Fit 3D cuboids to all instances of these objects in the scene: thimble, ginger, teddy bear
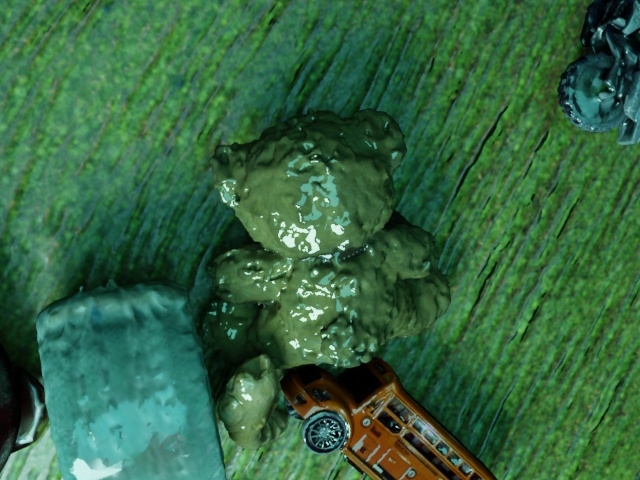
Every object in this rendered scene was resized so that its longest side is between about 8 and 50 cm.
[{"bbox_3d":[-0.174,0.146,0.805,0.143,0.198,0.235,-14,108,-11],"label":"thimble"},{"bbox_3d":[-0.068,0.170,0.859,0.051,0.173,0.069,33,66,15],"label":"ginger"},{"bbox_3d":[0.000,0.000,0.842,0.267,0.156,0.256,-12,100,-8],"label":"teddy bear"}]

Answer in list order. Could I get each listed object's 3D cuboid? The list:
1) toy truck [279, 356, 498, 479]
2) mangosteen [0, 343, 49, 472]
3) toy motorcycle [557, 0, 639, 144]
[{"bbox_3d":[0.073,0.213,0.916,0.114,0.107,0.253,-45,106,-2],"label":"toy truck"},{"bbox_3d":[-0.362,0.150,0.769,0.209,0.210,0.210,-2,100,-12],"label":"mangosteen"},{"bbox_3d":[0.363,-0.224,0.907,0.159,0.106,0.270,25,90,-9],"label":"toy motorcycle"}]
